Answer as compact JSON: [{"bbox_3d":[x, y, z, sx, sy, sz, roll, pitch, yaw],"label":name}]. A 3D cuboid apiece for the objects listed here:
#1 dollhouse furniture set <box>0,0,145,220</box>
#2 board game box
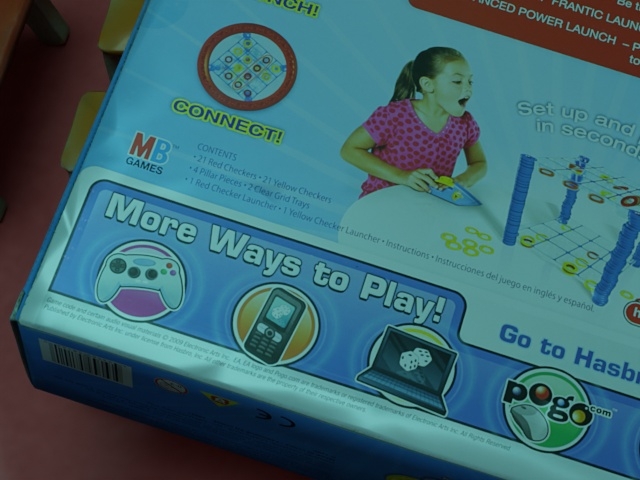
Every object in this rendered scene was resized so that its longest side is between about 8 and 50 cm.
[{"bbox_3d":[-0.184,-0.147,0.860,0.262,0.135,0.259,5,60,15],"label":"dollhouse furniture set"},{"bbox_3d":[0.065,-0.037,0.710,0.308,0.086,0.302,18,66,3],"label":"board game box"}]
